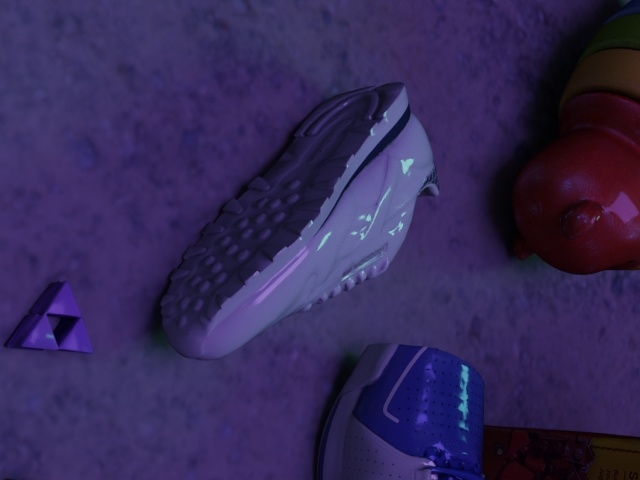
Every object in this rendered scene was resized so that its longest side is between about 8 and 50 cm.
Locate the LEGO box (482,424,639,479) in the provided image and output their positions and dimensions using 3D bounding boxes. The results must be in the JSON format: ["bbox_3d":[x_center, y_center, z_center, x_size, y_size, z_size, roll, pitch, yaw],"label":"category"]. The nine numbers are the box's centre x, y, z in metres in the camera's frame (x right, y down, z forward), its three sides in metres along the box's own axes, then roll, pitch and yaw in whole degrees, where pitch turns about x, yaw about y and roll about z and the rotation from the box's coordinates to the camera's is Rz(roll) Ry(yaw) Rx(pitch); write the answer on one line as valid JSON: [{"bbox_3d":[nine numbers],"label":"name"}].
[{"bbox_3d":[0.258,0.381,0.664,0.193,0.373,0.500,11,80,-39],"label":"LEGO box"}]

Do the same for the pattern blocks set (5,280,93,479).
[{"bbox_3d":[-0.249,0.081,0.481,0.325,0.026,0.285,-5,90,-40],"label":"pattern blocks set"}]

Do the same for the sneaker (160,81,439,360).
[{"bbox_3d":[0.000,0.000,0.661,0.235,0.090,0.094,-47,125,-30],"label":"sneaker"}]

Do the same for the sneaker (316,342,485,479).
[{"bbox_3d":[0.079,0.228,0.646,0.127,0.182,0.315,27,71,-37],"label":"sneaker"}]

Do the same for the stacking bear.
[{"bbox_3d":[0.260,-0.088,0.840,0.164,0.175,0.289,46,68,-10],"label":"stacking bear"}]
